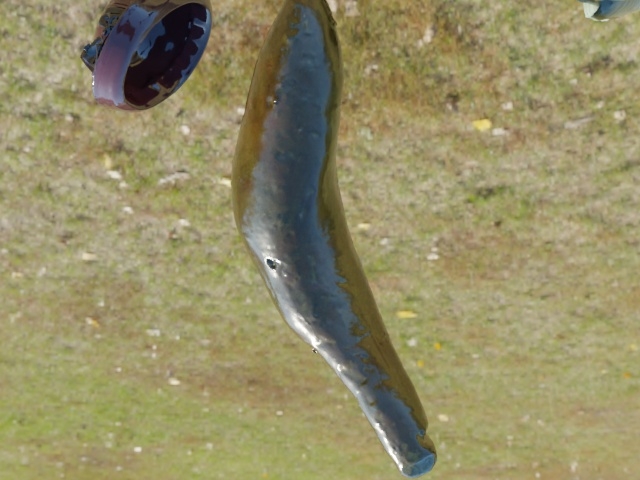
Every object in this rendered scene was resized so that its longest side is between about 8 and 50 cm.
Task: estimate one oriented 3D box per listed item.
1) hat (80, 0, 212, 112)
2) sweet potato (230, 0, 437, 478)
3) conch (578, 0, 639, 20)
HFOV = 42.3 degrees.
[{"bbox_3d":[-0.213,-0.246,0.993,0.089,0.205,0.205,37,156,10],"label":"hat"},{"bbox_3d":[-0.003,0.003,0.565,0.079,0.346,0.108,-24,-166,-32],"label":"sweet potato"},{"bbox_3d":[0.252,-0.213,0.599,0.233,0.115,0.137,-8,176,-14],"label":"conch"}]
